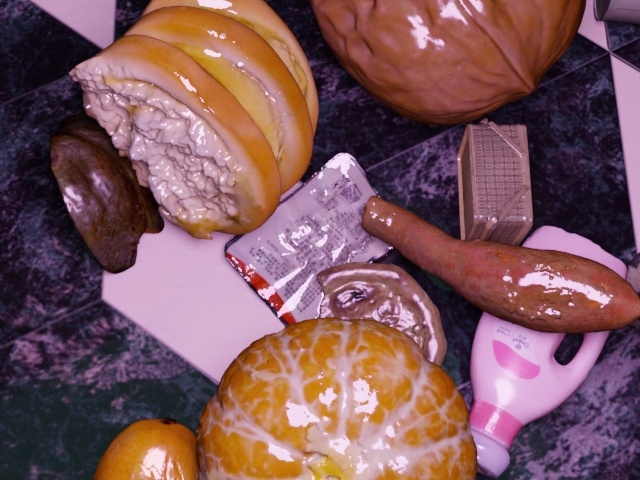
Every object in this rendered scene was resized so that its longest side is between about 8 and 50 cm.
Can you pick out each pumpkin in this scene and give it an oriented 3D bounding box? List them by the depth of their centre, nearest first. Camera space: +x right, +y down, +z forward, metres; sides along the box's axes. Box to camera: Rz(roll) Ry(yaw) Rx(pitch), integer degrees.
[{"bbox_3d":[-0.281,-0.101,1.320,0.131,0.149,0.253,-21,72,0],"label":"pumpkin"}]

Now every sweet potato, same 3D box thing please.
[{"bbox_3d":[0.215,0.040,1.238,0.385,0.109,0.109,18,71,23],"label":"sweet potato"}]

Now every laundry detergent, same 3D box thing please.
[{"bbox_3d":[0.275,0.149,1.282,0.159,0.088,0.335,27,74,13],"label":"laundry detergent"}]

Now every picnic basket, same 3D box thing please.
[{"bbox_3d":[0.237,-0.073,1.340,0.080,0.115,0.164,0,71,-1],"label":"picnic basket"}]

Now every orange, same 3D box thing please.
[{"bbox_3d":[0.016,0.249,1.144,0.330,0.249,0.329,1,81,-4],"label":"orange"}]

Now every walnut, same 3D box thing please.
[{"bbox_3d":[0.170,-0.351,1.335,0.354,0.308,0.397,-36,73,22],"label":"walnut"}]

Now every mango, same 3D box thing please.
[{"bbox_3d":[-0.204,0.347,1.190,0.157,0.109,0.262,5,86,-6],"label":"mango"}]

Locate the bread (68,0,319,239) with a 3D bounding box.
[{"bbox_3d":[-0.125,-0.174,1.262,0.270,0.211,0.315,-46,119,-29],"label":"bread"}]

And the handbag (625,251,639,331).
[{"bbox_3d":[0.609,0.092,1.213,0.327,0.162,0.325,-24,39,-13],"label":"handbag"}]

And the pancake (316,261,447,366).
[{"bbox_3d":[0.058,0.140,1.302,0.212,0.029,0.235,21,79,2],"label":"pancake"}]

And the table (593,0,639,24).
[{"bbox_3d":[0.530,-0.376,1.446,0.220,0.126,0.126,7,71,1],"label":"table"}]

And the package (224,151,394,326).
[{"bbox_3d":[0.000,0.000,1.350,0.232,0.040,0.166,-42,83,-7],"label":"package"}]
